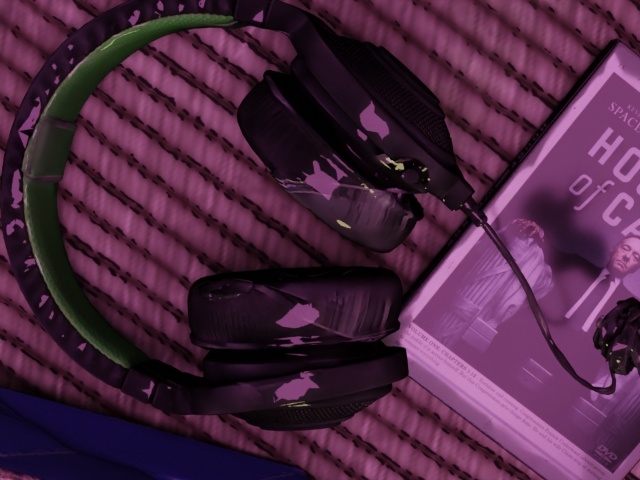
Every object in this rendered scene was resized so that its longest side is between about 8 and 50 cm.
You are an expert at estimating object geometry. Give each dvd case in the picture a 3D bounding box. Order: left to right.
[{"bbox_3d":[0.173,0.025,1.024,0.179,0.029,0.239,37,100,-7],"label":"dvd case"}]

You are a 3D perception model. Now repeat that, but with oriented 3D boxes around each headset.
[{"bbox_3d":[0.000,0.000,0.934,0.394,0.185,0.243,17,96,10],"label":"headset"}]

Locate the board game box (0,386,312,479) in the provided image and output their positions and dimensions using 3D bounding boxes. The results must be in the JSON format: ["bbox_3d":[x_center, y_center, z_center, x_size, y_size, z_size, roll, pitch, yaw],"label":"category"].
[{"bbox_3d":[-0.148,0.263,0.996,0.232,0.141,0.291,18,101,-14],"label":"board game box"}]
